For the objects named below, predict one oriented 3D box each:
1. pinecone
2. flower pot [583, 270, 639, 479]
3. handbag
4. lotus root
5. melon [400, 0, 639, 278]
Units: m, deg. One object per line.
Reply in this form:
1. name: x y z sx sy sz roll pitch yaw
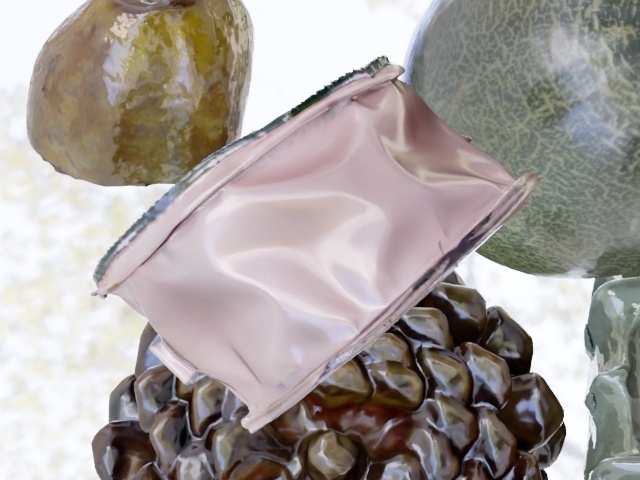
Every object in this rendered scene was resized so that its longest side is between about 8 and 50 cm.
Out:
1. pinecone: 0.003 0.190 1.627 0.398 0.398 0.397 53 -158 -32
2. flower pot: 0.296 0.194 1.534 0.254 0.165 0.367 76 -164 -47
3. handbag: -0.001 -0.001 0.968 0.116 0.205 0.179 50 165 4
4. lotus root: -0.155 -0.164 1.644 0.180 0.199 0.188 96 172 -50
5. melon: 0.173 -0.096 1.278 0.329 0.249 0.248 135 112 -75
